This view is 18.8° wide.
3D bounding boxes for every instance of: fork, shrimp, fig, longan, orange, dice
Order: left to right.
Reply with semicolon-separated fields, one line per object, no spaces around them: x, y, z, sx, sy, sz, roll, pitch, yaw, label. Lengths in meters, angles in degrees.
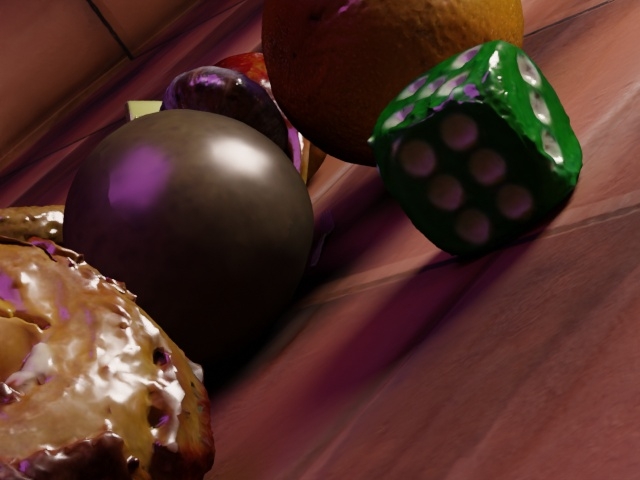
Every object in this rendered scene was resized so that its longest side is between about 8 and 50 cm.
-0.124;-0.004;1.720;0.246;0.215;0.246;-28;22;12;longan
-0.104;-0.045;1.918;0.343;0.145;0.116;106;177;-52;shrimp
-0.052;-0.116;2.089;0.175;0.175;0.207;-41;24;-21;fig
0.001;0.001;1.853;0.016;0.012;0.115;-35;17;21;fork
0.070;-0.198;1.841;0.264;0.264;0.264;-34;13;9;orange
0.123;-0.072;1.534;0.131;0.128;0.120;-29;16;27;dice

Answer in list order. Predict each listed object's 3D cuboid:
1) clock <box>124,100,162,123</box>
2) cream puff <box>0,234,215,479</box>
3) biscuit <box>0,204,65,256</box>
-0.193;-0.027;2.122;0.232;0.069;0.170;109;156;-48;clock
-0.252;0.158;1.387;0.350;0.350;0.228;-51;-23;-47;cream puff
-0.311;0.019;1.895;0.296;0.075;0.296;-9;-6;-1;biscuit
